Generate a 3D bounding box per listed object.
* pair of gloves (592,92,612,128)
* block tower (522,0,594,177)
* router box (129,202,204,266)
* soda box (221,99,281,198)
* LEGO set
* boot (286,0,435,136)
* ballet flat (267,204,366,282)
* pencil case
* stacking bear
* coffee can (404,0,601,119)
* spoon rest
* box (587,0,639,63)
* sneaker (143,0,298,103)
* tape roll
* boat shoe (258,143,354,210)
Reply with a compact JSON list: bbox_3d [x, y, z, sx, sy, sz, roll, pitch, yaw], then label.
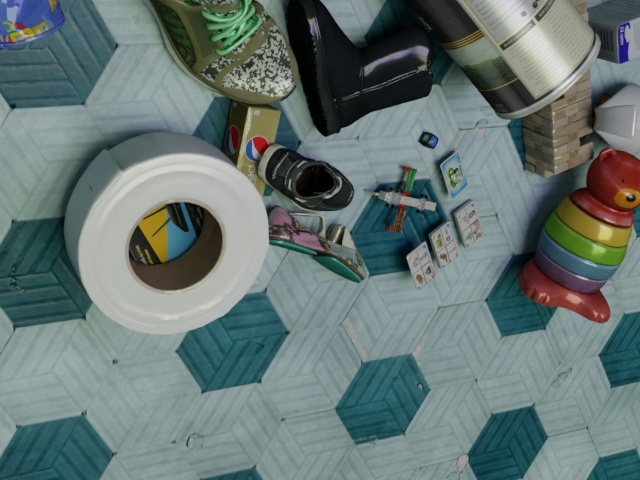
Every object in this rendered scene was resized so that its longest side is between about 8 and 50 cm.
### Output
[{"bbox_3d":[0.533,-0.226,2.196,0.083,0.010,0.074,22,97,-36],"label":"pair of gloves"},{"bbox_3d":[0.403,-0.276,2.050,0.097,0.091,0.335,-23,120,-22],"label":"block tower"},{"bbox_3d":[-0.246,-0.045,1.786,0.133,0.046,0.179,-31,122,-15],"label":"router box"},{"bbox_3d":[-0.116,-0.122,1.822,0.058,0.061,0.181,2,109,-32],"label":"soda box"},{"bbox_3d":[0.181,-0.062,2.048,0.182,0.060,0.244,-39,126,-26],"label":"LEGO set"},{"bbox_3d":[0.068,-0.298,1.837,0.207,0.094,0.246,-26,128,-15],"label":"boot"},{"bbox_3d":[0.000,0.000,1.942,0.221,0.077,0.079,25,76,-35],"label":"ballet flat"},{"bbox_3d":[-0.431,-0.387,1.490,0.133,0.119,0.306,-45,129,-37],"label":"pencil case"},{"bbox_3d":[0.488,-0.026,2.124,0.175,0.164,0.289,18,115,-13],"label":"stacking bear"},{"bbox_3d":[0.271,-0.353,1.832,0.201,0.201,0.275,-46,110,-7],"label":"coffee can"},{"bbox_3d":[0.537,-0.214,2.109,0.276,0.084,0.137,-11,106,-68],"label":"spoon rest"},{"bbox_3d":[0.527,-0.367,2.063,0.137,0.126,0.072,-22,118,-21],"label":"box"},{"bbox_3d":[-0.153,-0.324,1.643,0.158,0.182,0.410,-48,126,-6],"label":"sneaker"},{"bbox_3d":[-0.222,-0.010,1.721,0.286,0.100,0.286,-10,117,-20],"label":"tape roll"},{"bbox_3d":[-0.006,-0.085,1.862,0.233,0.079,0.084,22,88,-58],"label":"boat shoe"}]
